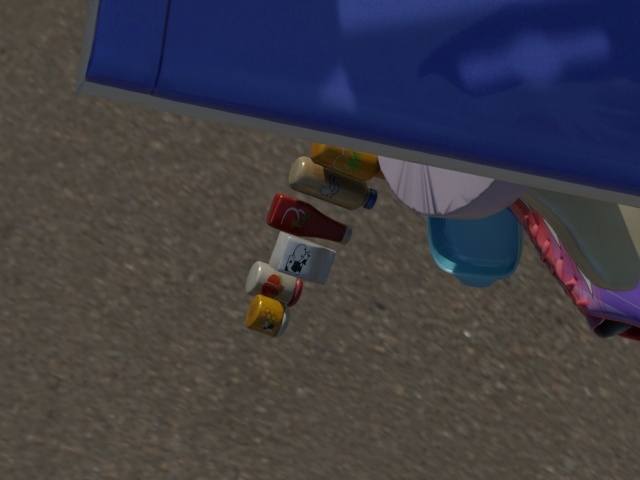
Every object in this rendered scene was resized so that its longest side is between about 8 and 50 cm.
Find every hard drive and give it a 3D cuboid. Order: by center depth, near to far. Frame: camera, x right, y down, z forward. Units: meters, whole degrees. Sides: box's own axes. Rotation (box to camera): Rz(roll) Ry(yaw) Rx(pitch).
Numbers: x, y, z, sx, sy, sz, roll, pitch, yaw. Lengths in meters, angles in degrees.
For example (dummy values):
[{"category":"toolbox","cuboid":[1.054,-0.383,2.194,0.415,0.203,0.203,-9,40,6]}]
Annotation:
[{"category":"hard drive","cuboid":[0.057,-0.141,0.736,0.318,0.040,0.210,10,77,-18]}]

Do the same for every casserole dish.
[{"category":"casserole dish","cuboid":[0.172,-0.043,1.677,0.114,0.037,0.188,5,107,34]}]

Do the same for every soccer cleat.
[{"category":"soccer cleat","cuboid":[0.238,0.016,1.330,0.318,0.108,0.116,37,98,45]}]

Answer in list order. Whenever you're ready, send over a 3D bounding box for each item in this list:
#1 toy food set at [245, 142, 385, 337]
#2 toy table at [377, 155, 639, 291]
[{"category":"toy food set","cuboid":[0.000,0.000,1.688,0.232,0.104,0.111,-70,18,2]},{"category":"toy table","cuboid":[0.156,-0.094,1.058,0.274,0.160,0.252,-147,63,-68]}]
